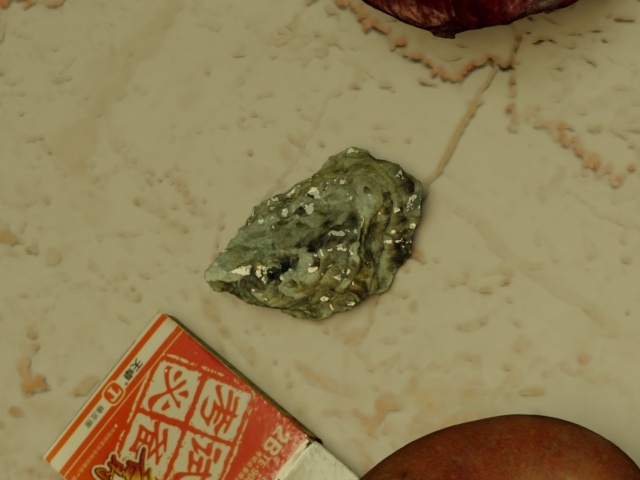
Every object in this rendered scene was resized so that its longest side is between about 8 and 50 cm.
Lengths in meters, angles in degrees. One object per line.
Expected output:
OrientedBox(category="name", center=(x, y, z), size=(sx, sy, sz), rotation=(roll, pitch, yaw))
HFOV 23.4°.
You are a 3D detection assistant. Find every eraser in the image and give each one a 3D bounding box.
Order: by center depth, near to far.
OrientedBox(category="eraser", center=(-0.094, 0.183, 1.233), size=(0.230, 0.038, 0.157), rotation=(37, 87, 24))

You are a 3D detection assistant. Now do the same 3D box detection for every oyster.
OrientedBox(category="oyster", center=(0.000, 0.000, 1.250), size=(0.125, 0.064, 0.177), rotation=(40, 87, 28))

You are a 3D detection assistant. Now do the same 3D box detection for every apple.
OrientedBox(category="apple", center=(0.117, 0.237, 1.062), size=(0.253, 0.253, 0.253), rotation=(-5, 72, 16))

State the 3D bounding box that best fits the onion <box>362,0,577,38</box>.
OrientedBox(category="onion", center=(0.119, -0.311, 1.214), size=(0.314, 0.232, 0.314), rotation=(-4, 73, 15))
